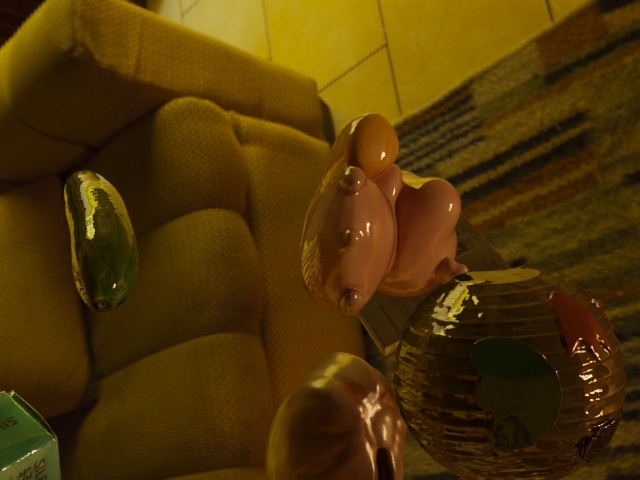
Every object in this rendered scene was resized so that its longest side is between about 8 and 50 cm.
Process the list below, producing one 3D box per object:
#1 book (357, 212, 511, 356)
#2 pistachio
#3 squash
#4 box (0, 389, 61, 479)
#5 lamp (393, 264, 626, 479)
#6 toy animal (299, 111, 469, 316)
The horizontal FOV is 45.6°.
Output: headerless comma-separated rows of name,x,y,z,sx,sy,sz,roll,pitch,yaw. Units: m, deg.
book,0.189,0.067,1.398,0.282,0.025,0.215,-25,48,-8
pistachio,0.029,0.466,1.700,0.365,0.281,0.446,42,120,49
squash,-0.282,-0.011,0.980,0.082,0.082,0.292,-59,33,21
box,-0.436,0.331,0.825,0.118,0.311,0.205,28,125,29
lamp,0.202,0.172,0.829,0.250,0.250,0.284,1,97,47
toy animal,0.108,-0.029,1.113,0.345,0.246,0.278,-101,30,-82
